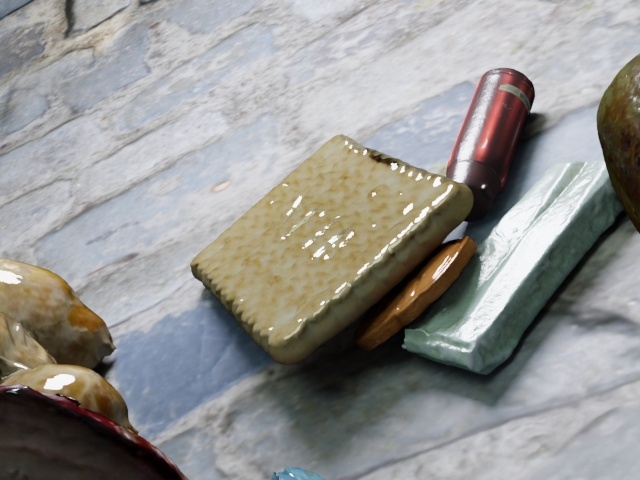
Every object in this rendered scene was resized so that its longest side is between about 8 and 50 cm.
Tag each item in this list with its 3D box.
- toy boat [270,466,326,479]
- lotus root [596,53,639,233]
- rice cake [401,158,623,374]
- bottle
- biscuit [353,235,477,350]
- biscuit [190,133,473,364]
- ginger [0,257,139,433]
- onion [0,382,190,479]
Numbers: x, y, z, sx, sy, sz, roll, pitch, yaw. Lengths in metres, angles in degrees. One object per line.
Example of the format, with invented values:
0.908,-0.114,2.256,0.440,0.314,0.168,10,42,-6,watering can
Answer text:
0.020,0.231,0.864,0.215,0.088,0.102,23,97,55,toy boat
0.274,-0.060,0.952,0.122,0.124,0.241,-2,32,-3,lotus root
0.162,0.016,1.044,0.226,0.040,0.085,-48,32,-19,rice cake
0.148,-0.085,1.185,0.060,0.060,0.164,-12,38,35,bottle
0.075,0.041,1.064,0.130,0.019,0.102,-41,8,30,biscuit
0.000,0.000,1.187,0.217,0.044,0.325,-43,21,-7,biscuit
-0.310,0.123,1.233,0.256,0.176,0.375,-3,23,-12,ginger
-0.231,0.205,0.967,0.314,0.280,0.146,-28,16,12,onion
